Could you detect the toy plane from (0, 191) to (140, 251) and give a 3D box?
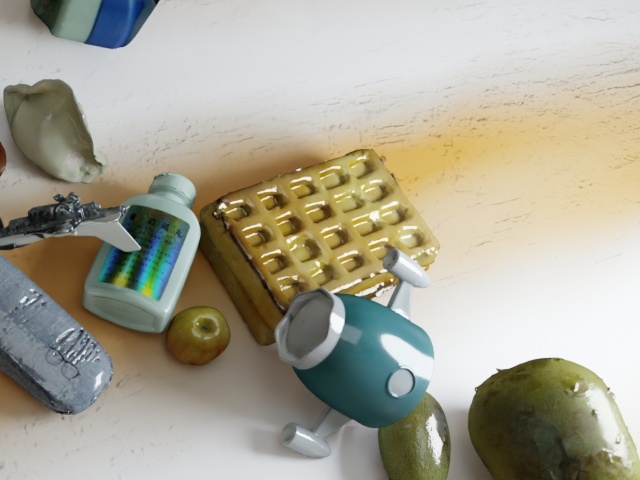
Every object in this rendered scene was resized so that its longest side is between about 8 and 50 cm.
[{"bbox_3d":[-0.352,-0.026,1.586,0.234,0.082,0.160,1,14,1],"label":"toy plane"}]

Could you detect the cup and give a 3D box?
[{"bbox_3d":[0.036,0.146,1.619,0.173,0.167,0.300,33,85,-34],"label":"cup"}]

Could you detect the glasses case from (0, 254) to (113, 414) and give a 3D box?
[{"bbox_3d":[-0.385,0.106,1.534,0.282,0.067,0.109,42,49,2],"label":"glasses case"}]

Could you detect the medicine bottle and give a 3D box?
[{"bbox_3d":[-0.232,0.009,1.662,0.121,0.083,0.229,18,53,-2],"label":"medicine bottle"}]

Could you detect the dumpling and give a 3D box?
[{"bbox_3d":[-0.368,-0.166,1.677,0.100,0.134,0.169,-18,66,-33],"label":"dumpling"}]

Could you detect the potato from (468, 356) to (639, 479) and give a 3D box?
[{"bbox_3d":[0.336,0.303,1.684,0.307,0.210,0.173,65,14,13],"label":"potato"}]

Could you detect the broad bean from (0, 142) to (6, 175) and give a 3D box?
[{"bbox_3d":[-0.491,-0.129,1.624,0.165,0.084,0.114,40,15,3],"label":"broad bean"}]

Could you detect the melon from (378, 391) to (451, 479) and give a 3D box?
[{"bbox_3d":[0.128,0.279,1.656,0.099,0.099,0.162,9,57,-21],"label":"melon"}]

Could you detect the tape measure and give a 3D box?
[{"bbox_3d":[-0.324,-0.420,1.786,0.138,0.262,0.259,15,53,-25],"label":"tape measure"}]

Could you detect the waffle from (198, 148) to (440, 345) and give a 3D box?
[{"bbox_3d":[0.000,0.000,1.779,0.327,0.098,0.224,-22,72,-37],"label":"waffle"}]

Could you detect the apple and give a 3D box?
[{"bbox_3d":[-0.163,0.125,1.628,0.084,0.071,0.084,13,54,-18],"label":"apple"}]
